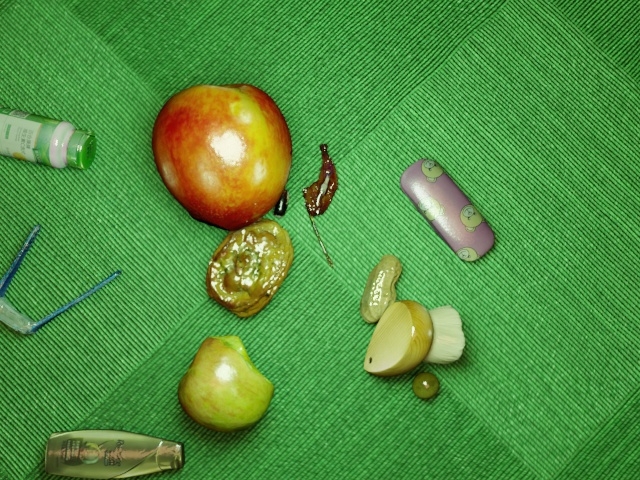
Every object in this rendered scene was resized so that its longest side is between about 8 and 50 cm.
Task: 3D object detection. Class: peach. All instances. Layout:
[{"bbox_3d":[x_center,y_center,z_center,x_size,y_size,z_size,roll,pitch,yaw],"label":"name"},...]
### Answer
[{"bbox_3d":[-0.245,-0.214,1.696,0.388,0.388,0.388,0,84,0],"label":"peach"}]

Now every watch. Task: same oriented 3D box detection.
[{"bbox_3d":[-0.727,0.136,1.808,0.276,0.068,0.274,29,80,3],"label":"watch"}]

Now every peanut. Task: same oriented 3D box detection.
[{"bbox_3d":[0.164,0.131,1.794,0.083,0.093,0.194,24,86,-37],"label":"peanut"}]

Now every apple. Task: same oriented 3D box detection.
[{"bbox_3d":[-0.233,0.365,1.698,0.226,0.246,0.246,32,85,-5],"label":"apple"}]

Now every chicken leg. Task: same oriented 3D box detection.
[{"bbox_3d":[0.006,-0.165,1.847,0.093,0.053,0.205,21,80,16],"label":"chicken leg"}]

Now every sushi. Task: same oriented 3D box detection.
[{"bbox_3d":[-0.111,-0.104,1.838,0.044,0.046,0.083,13,85,2],"label":"sushi"}]

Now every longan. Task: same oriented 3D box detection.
[{"bbox_3d":[0.284,0.393,1.786,0.075,0.075,0.083,-30,127,-3],"label":"longan"}]

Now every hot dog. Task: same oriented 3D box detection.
[{"bbox_3d":[-0.185,0.067,1.785,0.196,0.122,0.272,35,87,4],"label":"hot dog"}]

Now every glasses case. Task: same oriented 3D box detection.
[{"bbox_3d":[0.347,-0.085,1.824,0.123,0.076,0.316,-38,86,-3],"label":"glasses case"}]

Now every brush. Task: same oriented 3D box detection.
[{"bbox_3d":[0.237,0.275,1.748,0.166,0.266,0.174,14,43,-27],"label":"brush"}]

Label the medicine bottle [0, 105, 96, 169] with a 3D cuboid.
[{"bbox_3d":[-0.758,-0.273,1.808,0.274,0.133,0.133,12,84,0],"label":"medicine bottle"}]

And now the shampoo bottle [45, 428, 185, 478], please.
[{"bbox_3d":[-0.534,0.562,1.751,0.350,0.084,0.125,3,82,-1],"label":"shampoo bottle"}]

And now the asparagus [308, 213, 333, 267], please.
[{"bbox_3d":[0.000,0.000,1.846,0.016,0.013,0.166,-23,84,8],"label":"asparagus"}]
